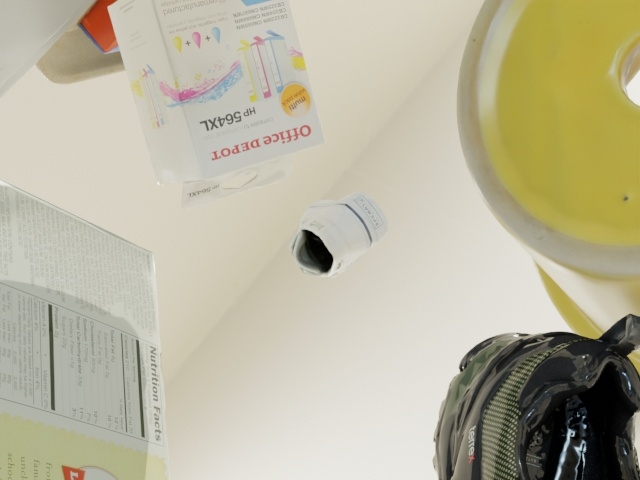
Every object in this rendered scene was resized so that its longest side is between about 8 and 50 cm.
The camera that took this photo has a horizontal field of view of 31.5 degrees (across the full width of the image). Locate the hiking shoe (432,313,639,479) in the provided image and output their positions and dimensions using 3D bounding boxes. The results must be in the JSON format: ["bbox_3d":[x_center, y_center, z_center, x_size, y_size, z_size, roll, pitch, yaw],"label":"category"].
[{"bbox_3d":[0.076,0.138,0.433,0.086,0.114,0.227,13,-107,-11],"label":"hiking shoe"}]

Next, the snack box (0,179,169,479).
[{"bbox_3d":[-0.133,0.126,0.439,0.060,0.322,0.187,-22,-30,25],"label":"snack box"}]

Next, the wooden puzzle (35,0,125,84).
[{"bbox_3d":[-0.101,-0.310,1.108,0.322,0.080,0.348,-23,-30,-42],"label":"wooden puzzle"}]

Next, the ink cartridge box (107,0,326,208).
[{"bbox_3d":[-0.065,-0.099,0.735,0.092,0.090,0.143,-20,-82,-25],"label":"ink cartridge box"}]

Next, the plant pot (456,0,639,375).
[{"bbox_3d":[0.191,-0.046,0.534,0.239,0.254,0.254,17,-81,-54],"label":"plant pot"}]

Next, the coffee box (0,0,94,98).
[{"bbox_3d":[-0.327,-0.206,0.513,0.338,0.334,0.337,-44,-13,10],"label":"coffee box"}]

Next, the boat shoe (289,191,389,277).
[{"bbox_3d":[0.000,0.000,1.218,0.076,0.226,0.083,-34,-94,-17],"label":"boat shoe"}]
